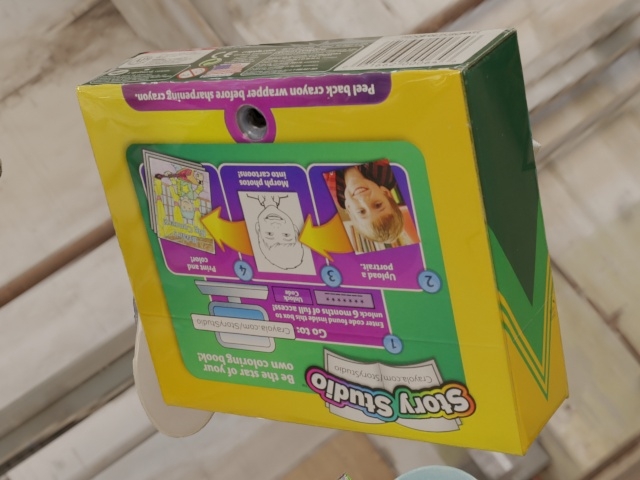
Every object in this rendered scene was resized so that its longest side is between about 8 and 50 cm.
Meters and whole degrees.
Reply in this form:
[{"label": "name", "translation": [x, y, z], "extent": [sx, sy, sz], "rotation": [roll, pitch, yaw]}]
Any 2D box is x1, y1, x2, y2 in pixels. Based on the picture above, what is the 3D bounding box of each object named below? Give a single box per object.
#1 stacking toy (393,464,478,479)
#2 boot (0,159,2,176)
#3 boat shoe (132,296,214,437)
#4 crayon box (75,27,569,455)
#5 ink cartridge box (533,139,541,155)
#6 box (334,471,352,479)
[{"label": "stacking toy", "translation": [0.131, 0.382, 1.125], "extent": [0.309, 0.279, 0.130], "rotation": [-60, -24, -19]}, {"label": "boot", "translation": [-0.303, 0.017, 0.866], "extent": [0.179, 0.085, 0.236], "rotation": [-55, -7, -27]}, {"label": "boat shoe", "translation": [-0.185, 0.084, 1.596], "extent": [0.127, 0.341, 0.158], "rotation": [-2, 0, 2]}, {"label": "crayon box", "translation": [0.000, 0.000, 0.975], "extent": [0.362, 0.313, 0.106], "rotation": [3, 27, 33]}, {"label": "ink cartridge box", "translation": [0.261, -0.047, 1.889], "extent": [0.275, 0.060, 0.239], "rotation": [-61, -19, 14]}, {"label": "box", "translation": [0.003, 0.529, 1.646], "extent": [0.177, 0.279, 0.290], "rotation": [-33, -10, -49]}]
